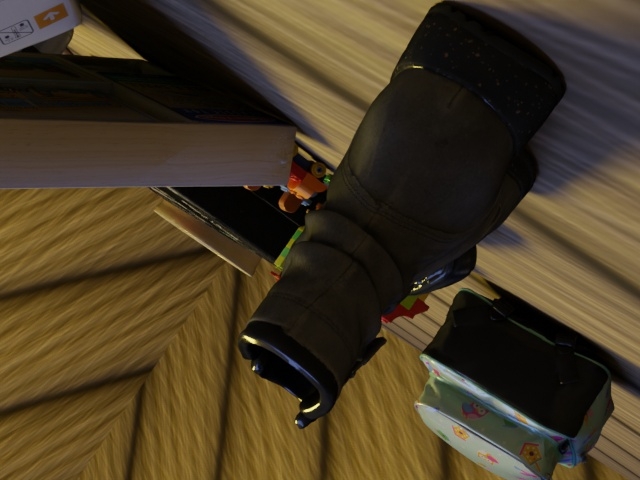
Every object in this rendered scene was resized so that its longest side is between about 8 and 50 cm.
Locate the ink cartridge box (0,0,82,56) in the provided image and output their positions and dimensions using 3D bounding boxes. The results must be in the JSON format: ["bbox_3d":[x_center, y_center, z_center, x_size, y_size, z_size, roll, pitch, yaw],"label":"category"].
[{"bbox_3d":[-0.274,-0.121,0.477,0.307,0.304,0.072,100,148,-76],"label":"ink cartridge box"}]

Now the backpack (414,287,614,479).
[{"bbox_3d":[0.184,0.147,1.040,0.166,0.144,0.188,26,175,26],"label":"backpack"}]

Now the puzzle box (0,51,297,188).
[{"bbox_3d":[-0.258,-0.101,0.851,0.409,0.052,0.272,-3,-159,-37],"label":"puzzle box"}]

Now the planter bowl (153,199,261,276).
[{"bbox_3d":[-0.130,-0.039,1.525,0.162,0.109,0.162,35,176,3],"label":"planter bowl"}]

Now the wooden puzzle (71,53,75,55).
[{"bbox_3d":[-0.293,-0.218,1.445,0.049,0.006,0.083,32,175,26],"label":"wooden puzzle"}]

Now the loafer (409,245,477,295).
[{"bbox_3d":[0.064,0.000,0.846,0.078,0.076,0.223,-3,-178,-21],"label":"loafer"}]

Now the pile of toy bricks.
[{"bbox_3d":[0.000,0.000,1.006,0.212,0.105,0.118,36,176,-19],"label":"pile of toy bricks"}]

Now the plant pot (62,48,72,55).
[{"bbox_3d":[-0.543,-0.208,1.441,0.334,0.305,0.334,34,175,3],"label":"plant pot"}]

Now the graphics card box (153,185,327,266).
[{"bbox_3d":[-0.141,-0.083,1.228,0.233,0.094,0.371,37,176,-31],"label":"graphics card box"}]

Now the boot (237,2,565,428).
[{"bbox_3d":[0.023,0.004,0.499,0.083,0.161,0.246,34,176,9],"label":"boot"}]

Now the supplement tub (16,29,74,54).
[{"bbox_3d":[-0.400,-0.138,1.072,0.194,0.316,0.193,33,175,3],"label":"supplement tub"}]
